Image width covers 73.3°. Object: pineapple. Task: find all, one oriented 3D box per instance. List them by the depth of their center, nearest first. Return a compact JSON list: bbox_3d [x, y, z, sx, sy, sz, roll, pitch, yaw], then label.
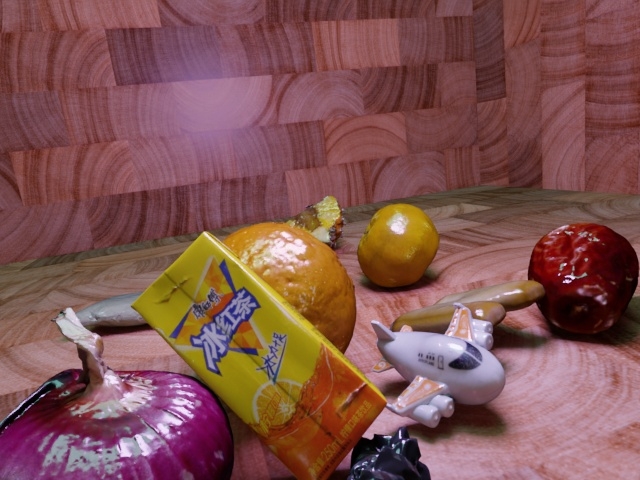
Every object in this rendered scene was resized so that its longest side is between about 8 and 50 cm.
[{"bbox_3d":[0.001,0.002,1.923,0.344,0.209,0.286,-32,44,-6],"label":"pineapple"}]

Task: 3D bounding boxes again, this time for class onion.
[{"bbox_3d":[-0.229,0.278,0.513,0.231,0.272,0.256,8,43,6],"label":"onion"}]

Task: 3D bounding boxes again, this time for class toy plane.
[{"bbox_3d":[0.194,0.203,0.742,0.245,0.117,0.244,-22,26,11],"label":"toy plane"}]

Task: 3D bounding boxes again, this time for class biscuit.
[{"bbox_3d":[0.314,0.156,0.955,0.237,0.062,0.291,-16,-5,-31],"label":"biscuit"}]

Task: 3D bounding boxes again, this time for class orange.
[{"bbox_3d":[-0.099,0.140,0.849,0.341,0.340,0.293,2,41,38],"label":"orange"},{"bbox_3d":[0.249,0.018,1.377,0.235,0.279,0.279,26,12,-3],"label":"orange"}]

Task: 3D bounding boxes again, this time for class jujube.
[{"bbox_3d":[0.601,0.082,0.992,0.223,0.223,0.318,1,23,33],"label":"jujube"}]

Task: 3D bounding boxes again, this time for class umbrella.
[{"bbox_3d":[0.050,0.307,0.453,0.110,0.122,0.272,20,12,17],"label":"umbrella"}]

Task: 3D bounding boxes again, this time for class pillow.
[{"bbox_3d":[-0.590,0.217,1.366,0.275,0.076,0.281,-5,6,-2],"label":"pillow"}]

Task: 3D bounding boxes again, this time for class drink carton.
[{"bbox_3d":[-0.085,0.160,0.621,0.154,0.351,0.111,-47,-13,-10],"label":"drink carton"}]
